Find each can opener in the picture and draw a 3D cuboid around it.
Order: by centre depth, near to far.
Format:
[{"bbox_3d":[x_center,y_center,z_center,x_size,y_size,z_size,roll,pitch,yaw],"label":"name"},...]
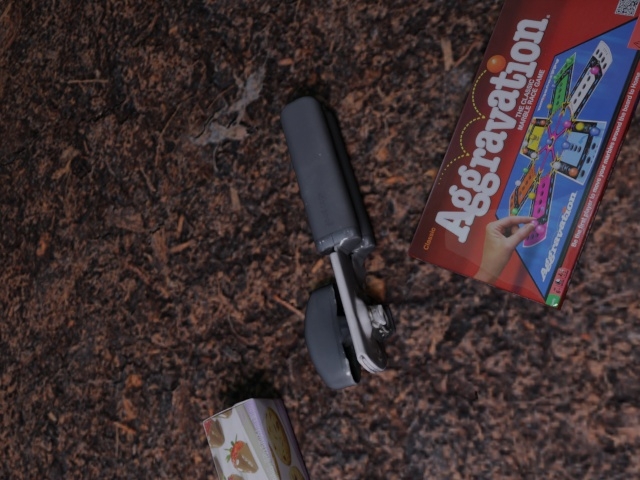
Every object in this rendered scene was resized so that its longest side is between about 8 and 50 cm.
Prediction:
[{"bbox_3d":[0.000,0.000,0.649,0.095,0.076,0.283,-23,69,19],"label":"can opener"}]

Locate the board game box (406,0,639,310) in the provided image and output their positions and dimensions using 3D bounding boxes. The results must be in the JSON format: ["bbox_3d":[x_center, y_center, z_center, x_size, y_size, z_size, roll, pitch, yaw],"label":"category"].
[{"bbox_3d":[0.195,-0.093,0.603,0.145,0.027,0.281,20,88,29],"label":"board game box"}]

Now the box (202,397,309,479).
[{"bbox_3d":[-0.022,0.304,0.600,0.063,0.067,0.324,-28,68,18],"label":"box"}]
